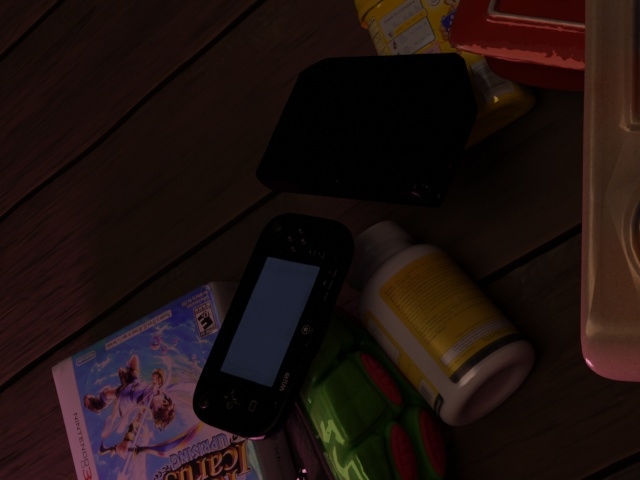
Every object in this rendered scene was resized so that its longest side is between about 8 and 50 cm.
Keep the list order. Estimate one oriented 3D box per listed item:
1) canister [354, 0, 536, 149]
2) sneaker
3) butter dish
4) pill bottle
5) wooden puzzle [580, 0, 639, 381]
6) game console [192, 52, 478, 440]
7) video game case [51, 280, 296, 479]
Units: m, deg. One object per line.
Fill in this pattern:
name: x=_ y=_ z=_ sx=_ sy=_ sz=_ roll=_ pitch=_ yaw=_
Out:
canister: x=0.114 y=-0.175 z=1.029 sx=0.126 sy=0.073 sz=0.170 roll=-30 pitch=71 yaw=32
sneaker: x=0.025 y=0.276 z=0.995 sx=0.202 sy=0.185 sz=0.483 roll=-28 pitch=69 yaw=28
butter dish: x=0.205 y=-0.180 z=0.939 sx=0.160 sy=0.118 sz=0.160 roll=11 pitch=61 yaw=20
pill bottle: x=0.099 y=0.069 z=1.003 sx=0.103 sy=0.103 sz=0.184 roll=-52 pitch=59 yaw=22
wooden puzzle: x=0.347 y=-0.071 z=0.768 sx=0.322 sy=0.080 sz=0.348 roll=1 pitch=85 yaw=14
game console: x=0.000 y=0.000 z=0.962 sx=0.213 sy=0.044 sz=0.361 roll=7 pitch=71 yaw=49
video game case: x=-0.165 y=0.207 z=1.217 sx=0.269 sy=0.061 sz=0.244 roll=-28 pitch=71 yaw=32
